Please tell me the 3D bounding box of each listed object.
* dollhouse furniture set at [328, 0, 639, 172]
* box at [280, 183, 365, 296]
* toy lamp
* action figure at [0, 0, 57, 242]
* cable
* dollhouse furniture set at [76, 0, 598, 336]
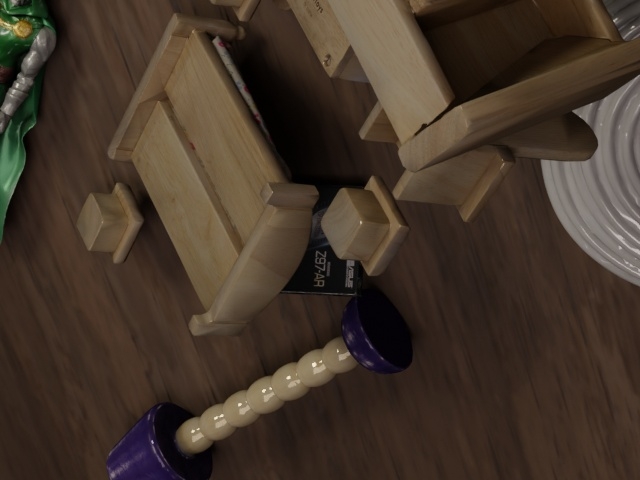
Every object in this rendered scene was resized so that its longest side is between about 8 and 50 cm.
[{"bbox_3d":[0.150,-0.242,0.979,0.394,0.362,0.256,-35,80,53],"label":"dollhouse furniture set"},{"bbox_3d":[0.000,0.000,1.416,0.067,0.018,0.083,3,84,15],"label":"box"},{"bbox_3d":[-0.057,0.131,1.483,0.275,0.080,0.080,-33,102,27],"label":"toy lamp"},{"bbox_3d":[-0.265,-0.116,1.439,0.137,0.063,0.232,32,115,3],"label":"action figure"},{"bbox_3d":[0.277,-0.073,1.284,0.257,0.089,0.257,25,119,3],"label":"cable"},{"bbox_3d":[0.006,-0.030,1.321,0.174,0.303,0.355,3,133,-34],"label":"dollhouse furniture set"}]
